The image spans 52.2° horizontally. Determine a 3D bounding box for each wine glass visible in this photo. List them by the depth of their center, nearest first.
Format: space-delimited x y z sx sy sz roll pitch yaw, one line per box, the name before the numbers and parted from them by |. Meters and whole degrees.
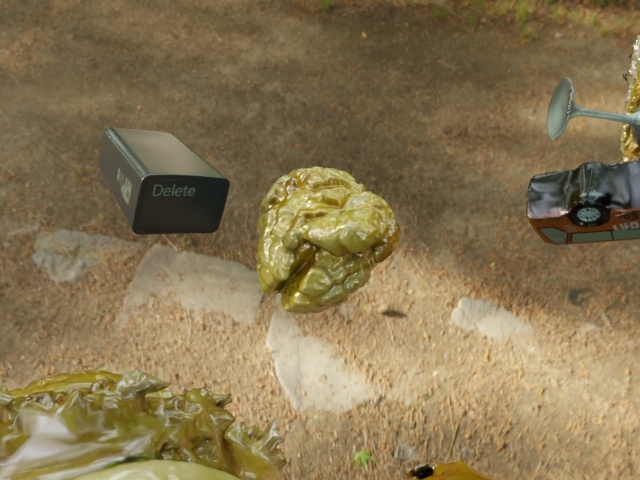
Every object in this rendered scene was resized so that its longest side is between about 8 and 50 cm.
wine glass | 0.385 -0.147 0.796 0.195 0.079 0.079 8 53 -1

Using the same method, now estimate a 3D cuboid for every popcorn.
popcorn | 0.000 0.000 1.125 0.225 0.332 0.265 39 76 -22

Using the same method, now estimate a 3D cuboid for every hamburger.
hamburger | -0.155 0.244 0.511 0.268 0.445 0.287 26 84 45

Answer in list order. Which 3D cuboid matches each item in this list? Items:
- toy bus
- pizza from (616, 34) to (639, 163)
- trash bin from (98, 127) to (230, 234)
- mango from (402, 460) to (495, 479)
toy bus | 0.480 -0.060 0.845 0.408 0.092 0.093 -5 52 31
pizza | 0.534 -0.153 0.960 0.226 0.336 0.086 -39 22 -15
trash bin | -0.294 -0.117 1.190 0.165 0.115 0.225 -2 33 -37
mango | 0.204 0.399 0.795 0.287 0.153 0.201 39 74 4
